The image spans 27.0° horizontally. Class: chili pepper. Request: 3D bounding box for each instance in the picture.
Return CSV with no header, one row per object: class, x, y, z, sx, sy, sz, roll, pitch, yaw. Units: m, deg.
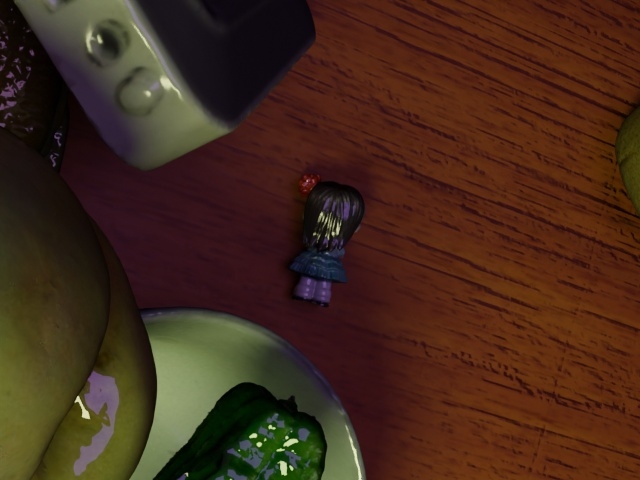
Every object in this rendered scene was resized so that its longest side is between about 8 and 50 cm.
chili pepper,-0.090,0.204,0.851,0.099,0.083,0.253,46,74,-19

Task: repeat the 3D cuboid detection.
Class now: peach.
peach,-0.232,0.050,0.703,0.292,0.292,0.247,20,81,-24

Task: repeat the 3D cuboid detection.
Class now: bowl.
bowl,-0.130,0.200,0.958,0.307,0.163,0.307,2,86,-27

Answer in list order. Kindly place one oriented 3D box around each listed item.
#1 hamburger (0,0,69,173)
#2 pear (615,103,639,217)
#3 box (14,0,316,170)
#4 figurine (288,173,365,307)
hamburger,-0.252,-0.109,0.889,0.192,0.168,0.288,11,98,-22
pear,0.357,-0.068,1.225,0.167,0.136,0.167,4,81,-29
box,-0.139,-0.253,0.894,0.090,0.373,0.367,-28,102,17
figurine,0.000,0.000,1.101,0.060,0.047,0.106,14,88,12
